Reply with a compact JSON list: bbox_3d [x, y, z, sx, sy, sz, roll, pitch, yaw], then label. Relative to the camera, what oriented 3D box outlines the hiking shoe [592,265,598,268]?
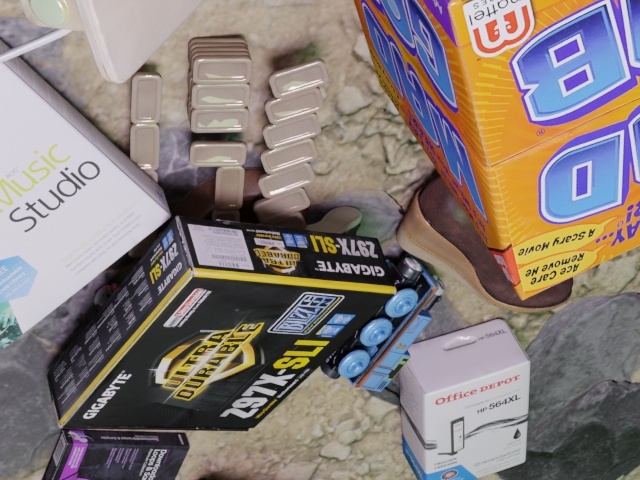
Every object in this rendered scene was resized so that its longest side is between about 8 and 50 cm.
[{"bbox_3d":[0.303,-0.030,1.812,0.114,0.086,0.227,-45,132,15],"label":"hiking shoe"}]

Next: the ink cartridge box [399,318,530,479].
[{"bbox_3d":[0.184,0.214,1.972,0.148,0.086,0.203,-17,135,-11],"label":"ink cartridge box"}]

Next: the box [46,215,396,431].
[{"bbox_3d":[-0.111,0.100,1.662,0.257,0.079,0.322,5,144,-37],"label":"box"}]

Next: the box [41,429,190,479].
[{"bbox_3d":[-0.250,0.279,1.859,0.162,0.029,0.116,5,127,-31],"label":"box"}]

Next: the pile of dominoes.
[{"bbox_3d":[-0.100,-0.092,1.584,0.196,0.040,0.251,-2,131,-12],"label":"pile of dominoes"}]

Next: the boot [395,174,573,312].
[{"bbox_3d":[0.230,-0.018,1.740,0.248,0.090,0.207,21,137,-22],"label":"boot"}]

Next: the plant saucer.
[{"bbox_3d":[-0.089,-0.005,1.685,0.168,0.029,0.168,-13,133,-14],"label":"plant saucer"}]

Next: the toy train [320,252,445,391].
[{"bbox_3d":[0.074,0.096,1.824,0.105,0.080,0.184,15,119,-46],"label":"toy train"}]

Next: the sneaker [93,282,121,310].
[{"bbox_3d":[-0.200,0.083,1.702,0.119,0.047,0.057,13,134,-32],"label":"sneaker"}]

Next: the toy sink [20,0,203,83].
[{"bbox_3d":[-0.160,-0.245,1.150,0.234,0.131,0.153,-55,144,-39],"label":"toy sink"}]

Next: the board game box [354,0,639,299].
[{"bbox_3d":[0.236,-0.243,1.396,0.356,0.356,0.356,-24,135,-4],"label":"board game box"}]

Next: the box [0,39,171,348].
[{"bbox_3d":[-0.332,-0.057,1.478,0.232,0.058,0.322,-38,127,10],"label":"box"}]

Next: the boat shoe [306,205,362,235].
[{"bbox_3d":[0.000,0.000,1.692,0.125,0.046,0.038,-32,136,-48],"label":"boat shoe"}]

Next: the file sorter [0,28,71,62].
[{"bbox_3d":[-0.325,-0.283,1.208,0.173,0.193,0.278,-25,136,-7],"label":"file sorter"}]
